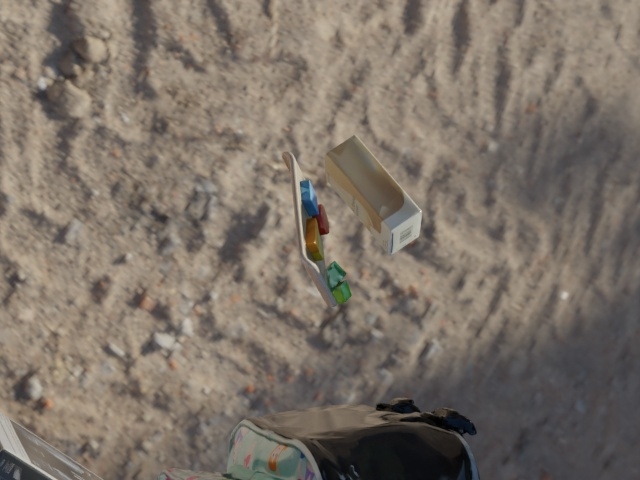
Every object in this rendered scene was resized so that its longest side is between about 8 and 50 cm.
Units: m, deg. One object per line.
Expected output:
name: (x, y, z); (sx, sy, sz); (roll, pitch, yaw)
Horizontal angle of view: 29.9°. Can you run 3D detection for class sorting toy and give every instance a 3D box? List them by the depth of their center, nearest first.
sorting toy: (0.000, 0.000, 0.580); (0.012, 0.062, 0.083); (-14, 154, 7)

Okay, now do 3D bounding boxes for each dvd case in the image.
dvd case: (-0.211, 0.240, 1.096); (0.238, 0.179, 0.030); (38, 81, -21)

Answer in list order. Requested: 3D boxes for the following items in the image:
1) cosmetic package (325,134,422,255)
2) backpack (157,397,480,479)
cosmetic package: (0.054, -0.047, 1.242); (0.041, 0.115, 0.060); (-33, 155, -15)
backpack: (0.001, 0.232, 0.695); (0.191, 0.225, 0.254); (-7, 89, -16)
